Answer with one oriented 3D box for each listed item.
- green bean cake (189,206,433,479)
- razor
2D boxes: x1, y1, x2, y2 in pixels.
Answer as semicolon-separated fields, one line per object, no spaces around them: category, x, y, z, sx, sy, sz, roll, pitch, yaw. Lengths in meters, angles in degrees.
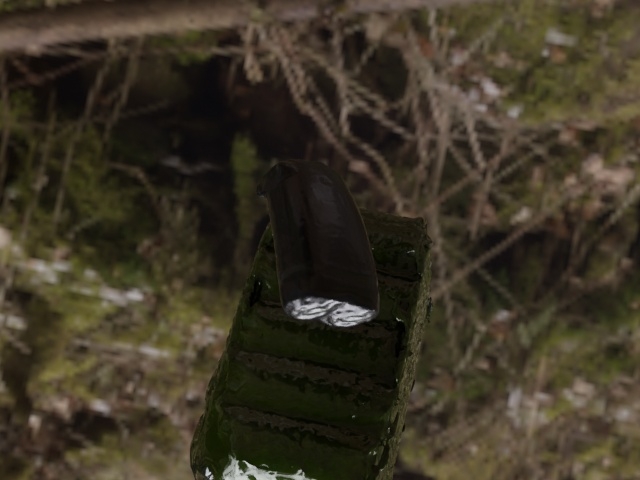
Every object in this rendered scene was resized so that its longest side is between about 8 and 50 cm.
green bean cake;-0.009;0.135;1.537;0.218;0.335;0.319;11;155;6
razor;0.000;0.000;1.238;0.090;0.148;0.054;14;139;-35
